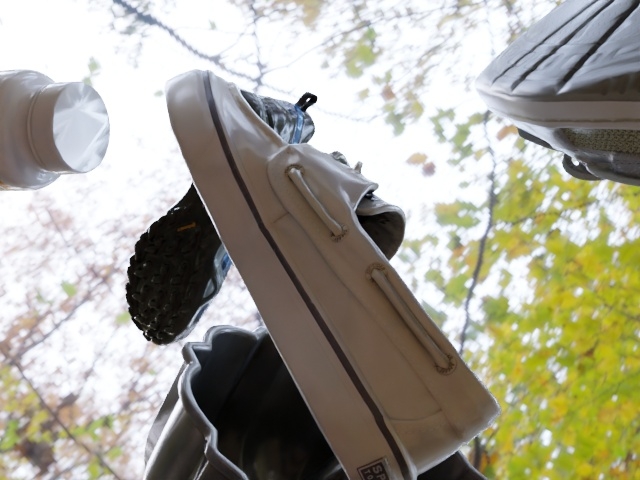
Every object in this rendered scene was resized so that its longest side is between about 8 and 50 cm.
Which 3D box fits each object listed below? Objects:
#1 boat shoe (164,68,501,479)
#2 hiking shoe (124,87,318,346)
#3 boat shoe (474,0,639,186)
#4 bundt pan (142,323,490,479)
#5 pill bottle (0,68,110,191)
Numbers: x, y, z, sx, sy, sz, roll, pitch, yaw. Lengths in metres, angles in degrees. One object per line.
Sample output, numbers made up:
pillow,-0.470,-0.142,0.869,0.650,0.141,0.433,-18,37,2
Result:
boat shoe,0.000,0.000,0.609,0.088,0.267,0.096,-28,-39,-2
hiking shoe,-0.096,-0.013,1.248,0.113,0.132,0.304,45,-60,31
boat shoe,0.184,-0.057,0.534,0.103,0.118,0.320,57,-19,-24
bundt pan,0.004,0.212,0.892,0.331,0.331,0.124,39,-74,7
pill bottle,-0.365,-0.123,1.362,0.245,0.136,0.136,1,-70,28
